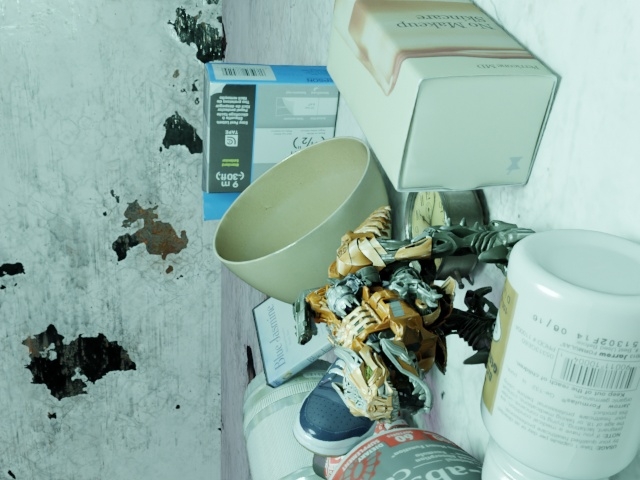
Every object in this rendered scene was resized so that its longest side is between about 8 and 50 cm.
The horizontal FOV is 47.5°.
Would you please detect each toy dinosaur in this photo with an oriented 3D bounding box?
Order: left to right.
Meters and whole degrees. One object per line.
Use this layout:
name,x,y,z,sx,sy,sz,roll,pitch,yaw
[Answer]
toy dinosaur,0.082,0.043,0.711,0.164,0.218,0.322,92,177,-50

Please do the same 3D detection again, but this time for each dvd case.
dvd case,-0.012,0.124,1.289,0.253,0.022,0.180,-37,43,19

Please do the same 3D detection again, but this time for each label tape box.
label tape box,-0.109,-0.174,1.469,0.115,0.249,0.348,-116,27,-56

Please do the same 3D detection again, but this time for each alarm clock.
alarm clock,0.150,-0.036,0.888,0.129,0.064,0.192,166,98,-75

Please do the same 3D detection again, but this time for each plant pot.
plant pot,0.000,0.000,1.149,0.191,0.284,0.284,54,-179,-28

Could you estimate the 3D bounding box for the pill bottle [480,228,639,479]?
pill bottle,0.201,0.118,0.594,0.131,0.131,0.229,-120,31,-60

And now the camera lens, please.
camera lens,-0.019,0.376,1.291,0.274,0.219,0.219,-109,22,-46

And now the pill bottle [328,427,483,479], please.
pill bottle,0.141,0.333,0.711,0.363,0.210,0.210,-170,78,-74

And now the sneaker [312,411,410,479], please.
sneaker,0.098,0.255,1.104,0.145,0.090,0.270,13,77,40

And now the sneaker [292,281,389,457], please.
sneaker,0.065,0.148,0.934,0.099,0.282,0.153,25,120,24

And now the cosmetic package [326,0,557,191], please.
cosmetic package,0.117,-0.189,0.819,0.296,0.153,0.129,-113,24,-49
